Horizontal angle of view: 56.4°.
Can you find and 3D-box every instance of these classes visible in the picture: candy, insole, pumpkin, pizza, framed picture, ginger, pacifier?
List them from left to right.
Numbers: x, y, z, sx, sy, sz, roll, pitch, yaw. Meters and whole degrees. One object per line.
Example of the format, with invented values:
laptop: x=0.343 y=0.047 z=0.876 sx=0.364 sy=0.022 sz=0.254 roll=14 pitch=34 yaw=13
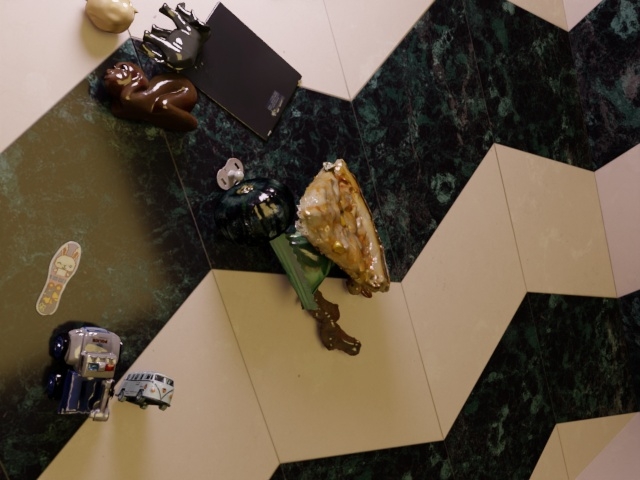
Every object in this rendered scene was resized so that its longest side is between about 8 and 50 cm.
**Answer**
insole: x=-0.653 y=0.094 z=1.487 sx=0.065 sy=0.004 sz=0.197 roll=28 pitch=75 yaw=-33
pacifier: x=-0.248 y=-0.186 z=1.720 sx=0.099 sy=0.078 sz=0.081 roll=-55 pitch=132 yaw=-22
framed picture: x=-0.230 y=-0.494 z=1.762 sx=0.339 sy=0.014 sz=0.255 roll=35 pitch=72 yaw=-30
pumpkin: x=-0.183 y=-0.083 z=1.677 sx=0.233 sy=0.233 sz=0.163 roll=-38 pitch=117 yaw=-28
candy: x=0.005 y=-0.001 z=1.859 sx=0.398 sy=0.172 sz=0.262 roll=-45 pitch=120 yaw=-40
ginger: x=0.031 y=0.268 z=1.942 sx=0.290 sy=0.084 sz=0.122 roll=57 pitch=40 yaw=-18
pizza: x=0.077 y=-0.080 z=1.838 sx=0.435 sy=0.080 sz=0.391 roll=42 pitch=36 yaw=-40

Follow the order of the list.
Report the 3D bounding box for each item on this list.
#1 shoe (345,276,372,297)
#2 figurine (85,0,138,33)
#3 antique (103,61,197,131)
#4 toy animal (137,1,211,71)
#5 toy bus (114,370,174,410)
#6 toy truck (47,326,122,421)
shoe: x=0.137 y=0.155 z=2.004 sx=0.109 sy=0.072 sz=0.069 roll=32 pitch=41 yaw=-55
figurine: x=-0.527 y=-0.622 z=1.507 sx=0.114 sy=0.108 sz=0.195 roll=14 pitch=66 yaw=-45
antique: x=-0.438 y=-0.383 z=1.555 sx=0.257 sy=0.121 sz=0.143 roll=7 pitch=80 yaw=-36
toy animal: x=-0.381 y=-0.540 z=1.591 sx=0.146 sy=0.114 sz=0.244 roll=25 pitch=65 yaw=-15
toy bus: x=-0.445 y=0.383 z=1.534 sx=0.087 sy=0.194 sz=0.089 roll=32 pitch=61 yaw=-31
toy truck: x=-0.560 y=0.323 z=1.455 sx=0.161 sy=0.177 sz=0.213 roll=11 pitch=86 yaw=-34
